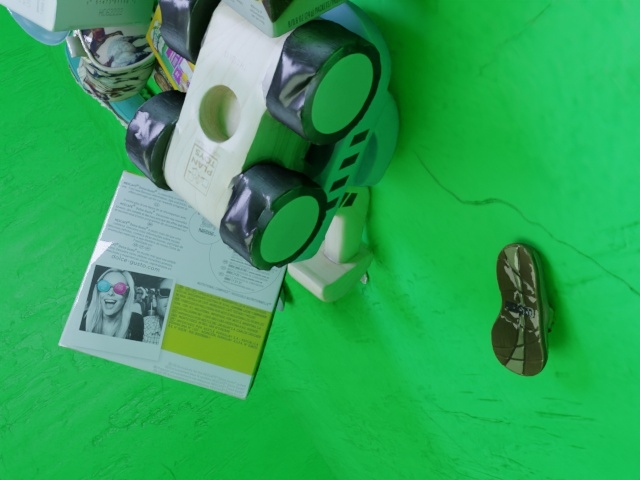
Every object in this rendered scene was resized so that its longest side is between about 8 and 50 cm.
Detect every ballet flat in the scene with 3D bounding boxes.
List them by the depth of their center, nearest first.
[{"bbox_3d":[-0.589,-0.439,1.739,0.409,0.147,0.147,49,160,19],"label":"ballet flat"}]

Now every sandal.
[{"bbox_3d":[0.238,0.080,0.692,0.072,0.049,0.180,23,129,49],"label":"sandal"}]

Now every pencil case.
[{"bbox_3d":[-0.464,-0.417,1.348,0.410,0.183,0.160,-171,73,-69],"label":"pencil case"}]

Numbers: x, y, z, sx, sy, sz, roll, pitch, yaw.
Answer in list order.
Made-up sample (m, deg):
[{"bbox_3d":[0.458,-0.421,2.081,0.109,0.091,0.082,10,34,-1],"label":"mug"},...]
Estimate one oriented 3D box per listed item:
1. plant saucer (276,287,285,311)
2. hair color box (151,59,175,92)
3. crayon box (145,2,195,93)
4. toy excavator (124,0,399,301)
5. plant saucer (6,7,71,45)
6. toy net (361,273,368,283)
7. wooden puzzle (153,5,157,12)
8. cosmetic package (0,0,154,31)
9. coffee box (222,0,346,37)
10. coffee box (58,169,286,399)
[{"bbox_3d":[-0.148,0.111,1.697,0.195,0.037,0.195,46,159,24],"label":"plant saucer"},{"bbox_3d":[-0.331,-0.365,1.340,0.072,0.043,0.141,55,163,-11],"label":"hair color box"},{"bbox_3d":[-0.181,-0.315,0.954,0.165,0.081,0.278,61,156,-7],"label":"crayon box"},{"bbox_3d":[-0.008,-0.081,0.783,0.222,0.445,0.433,37,116,28],"label":"toy excavator"},{"bbox_3d":[-0.586,-0.561,1.221,0.317,0.044,0.317,26,135,29],"label":"plant saucer"},{"bbox_3d":[0.000,0.000,1.135,0.232,0.045,0.122,53,161,8],"label":"toy net"},{"bbox_3d":[-0.331,-0.452,1.249,0.078,0.014,0.116,37,154,54],"label":"wooden puzzle"},{"bbox_3d":[-0.511,-0.513,0.987,0.453,0.230,0.161,31,121,13],"label":"cosmetic package"},{"bbox_3d":[-0.021,-0.332,0.443,0.119,0.168,0.297,45,159,31],"label":"coffee box"},{"bbox_3d":[-0.252,0.098,1.213,0.338,0.334,0.337,17,169,-2],"label":"coffee box"}]
